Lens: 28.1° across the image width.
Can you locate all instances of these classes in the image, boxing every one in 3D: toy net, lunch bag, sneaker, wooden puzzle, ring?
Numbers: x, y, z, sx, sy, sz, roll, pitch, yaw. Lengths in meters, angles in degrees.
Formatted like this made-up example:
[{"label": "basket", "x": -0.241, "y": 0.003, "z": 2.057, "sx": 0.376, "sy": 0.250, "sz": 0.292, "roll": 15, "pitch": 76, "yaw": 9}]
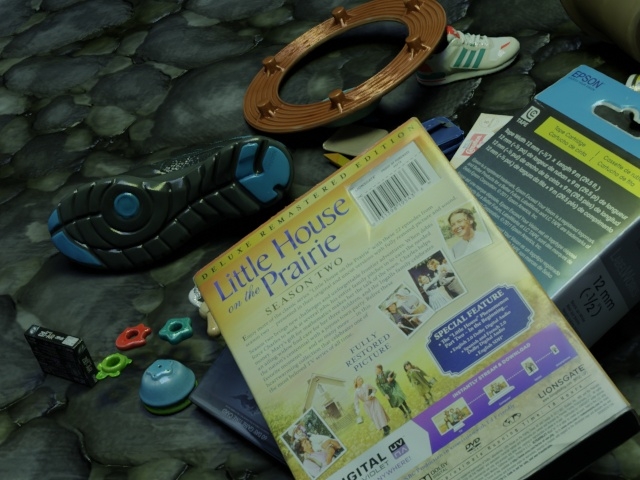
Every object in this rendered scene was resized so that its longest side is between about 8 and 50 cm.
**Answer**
[{"label": "toy net", "x": -0.161, "y": 0.109, "z": 1.536, "sx": 0.122, "sy": 0.045, "sz": 0.232, "roll": 9, "pitch": 41, "yaw": 32}, {"label": "lunch bag", "x": 0.148, "y": -0.122, "z": 1.701, "sx": 0.098, "sy": 0.065, "sz": 0.067, "roll": -27, "pitch": 38, "yaw": -14}, {"label": "sneaker", "x": -0.194, "y": -0.052, "z": 1.721, "sx": 0.341, "sy": 0.125, "sz": 0.139, "roll": -16, "pitch": 10, "yaw": 4}, {"label": "wooden puzzle", "x": 0.049, "y": -0.139, "z": 1.804, "sx": 0.079, "sy": 0.014, "sz": 0.116, "roll": 25, "pitch": 52, "yaw": 36}, {"label": "sneaker", "x": 0.213, "y": -0.281, "z": 1.875, "sx": 0.161, "sy": 0.075, "sz": 0.057, "roll": -15, "pitch": 37, "yaw": 1}, {"label": "ring", "x": 0.029, "y": -0.274, "z": 1.906, "sx": 0.337, "sy": 0.032, "sz": 0.336, "roll": -22, "pitch": 31, "yaw": 14}]

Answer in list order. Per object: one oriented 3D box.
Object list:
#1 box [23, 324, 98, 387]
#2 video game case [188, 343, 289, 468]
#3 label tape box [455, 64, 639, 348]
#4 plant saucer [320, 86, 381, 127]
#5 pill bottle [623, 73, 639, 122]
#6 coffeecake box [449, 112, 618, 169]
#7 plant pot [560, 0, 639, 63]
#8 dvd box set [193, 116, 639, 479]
[{"label": "box", "x": -0.309, "y": 0.138, "z": 1.528, "sx": 0.083, "sy": 0.067, "sz": 0.018, "roll": 11, "pitch": 45, "yaw": 32}, {"label": "video game case", "x": -0.007, "y": 0.101, "z": 1.403, "sx": 0.196, "sy": 0.026, "sz": 0.274, "roll": 24, "pitch": 74, "yaw": 47}, {"label": "label tape box", "x": 0.250, "y": -0.012, "z": 1.407, "sx": 0.348, "sy": 0.115, "sz": 0.249, "roll": -41, "pitch": 40, "yaw": -6}, {"label": "plant saucer", "x": 0.039, "y": -0.191, "z": 1.848, "sx": 0.119, "sy": 0.021, "sz": 0.119, "roll": -19, "pitch": 21, "yaw": 8}, {"label": "pill bottle", "x": 0.459, "y": -0.182, "z": 1.667, "sx": 0.116, "sy": 0.065, "sz": 0.065, "roll": 8, "pitch": 43, "yaw": 28}, {"label": "coffeecake box", "x": 0.266, "y": -0.087, "z": 1.611, "sx": 0.186, "sy": 0.068, "sz": 0.142, "roll": 8, "pitch": 44, "yaw": 29}, {"label": "plant pot", "x": 0.461, "y": -0.341, "z": 1.716, "sx": 0.263, "sy": 0.263, "sz": 0.229, "roll": -13, "pitch": 39, "yaw": 4}, {"label": "dvd box set", "x": 0.076, "y": 0.105, "z": 1.280, "sx": 0.308, "sy": 0.062, "sz": 0.420, "roll": -36, "pitch": 52, "yaw": 5}]
